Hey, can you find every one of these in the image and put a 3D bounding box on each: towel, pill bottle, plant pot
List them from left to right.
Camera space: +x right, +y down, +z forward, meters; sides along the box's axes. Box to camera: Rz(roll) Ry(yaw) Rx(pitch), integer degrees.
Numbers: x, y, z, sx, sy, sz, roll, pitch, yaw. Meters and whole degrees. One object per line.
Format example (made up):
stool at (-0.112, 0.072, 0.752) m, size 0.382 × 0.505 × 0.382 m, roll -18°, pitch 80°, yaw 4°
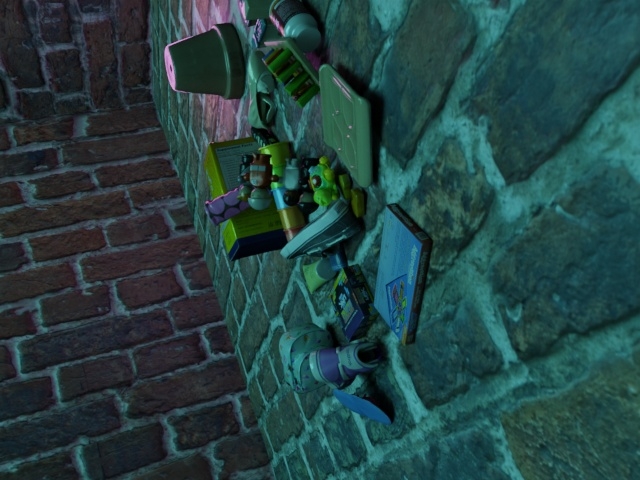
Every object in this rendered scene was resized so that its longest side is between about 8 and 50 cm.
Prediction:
plant pot at (-0.407, -0.606, 2.042) m, size 0.263 × 0.229 × 0.263 m, roll 165°, pitch 90°, yaw -69°
pill bottle at (-0.058, -0.510, 1.395) m, size 0.086 × 0.086 × 0.152 m, roll 100°, pitch 150°, yaw -46°
towel at (0.036, 0.022, 1.564) m, size 0.067 × 0.029 × 0.120 m, roll 157°, pitch 99°, yaw -68°

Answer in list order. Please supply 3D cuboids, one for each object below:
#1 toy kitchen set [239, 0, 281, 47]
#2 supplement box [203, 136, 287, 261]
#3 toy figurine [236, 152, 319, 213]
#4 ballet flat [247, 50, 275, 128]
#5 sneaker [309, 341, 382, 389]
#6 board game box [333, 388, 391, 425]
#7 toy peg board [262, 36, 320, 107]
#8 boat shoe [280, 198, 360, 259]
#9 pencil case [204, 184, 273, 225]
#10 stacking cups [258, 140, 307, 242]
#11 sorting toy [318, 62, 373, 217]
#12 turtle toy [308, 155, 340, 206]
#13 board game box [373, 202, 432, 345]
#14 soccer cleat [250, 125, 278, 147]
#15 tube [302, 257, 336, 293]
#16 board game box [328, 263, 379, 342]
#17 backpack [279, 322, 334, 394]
toy kitchen set at (-0.175, -0.628, 1.573) m, size 0.207 × 0.122 × 0.166 m, roll 135°, pitch 119°, yaw -66°
supplement box at (-0.242, -0.140, 1.950) m, size 0.195 × 0.194 × 0.357 m, roll 136°, pitch 119°, yaw -67°
toy figurine at (-0.114, -0.152, 1.585) m, size 0.209 × 0.212 × 0.148 m, roll -165°, pitch 77°, yaw -66°
ballet flat at (-0.169, -0.440, 1.761) m, size 0.249 × 0.086 × 0.086 m, roll 96°, pitch 152°, yaw -44°
sneaker at (0.091, 0.319, 1.512) m, size 0.282 × 0.160 × 0.102 m, roll 36°, pitch -141°, yaw -70°
board game box at (0.112, 0.418, 1.527) m, size 0.168 × 0.033 × 0.133 m, roll 10°, pitch 146°, yaw 38°
toy peg board at (-0.078, -0.397, 1.419) m, size 0.161 × 0.079 × 0.160 m, roll 48°, pitch 173°, yaw -28°
boat shoe at (0.000, 0.000, 1.499) m, size 0.102 × 0.108 × 0.301 m, roll 48°, pitch 141°, yaw -5°
pencil case at (-0.246, -0.127, 1.776) m, size 0.095 × 0.209 × 0.098 m, roll 61°, pitch -179°, yaw -32°
stacking cups at (-0.093, -0.131, 1.746) m, size 0.096 × 0.095 × 0.317 m, roll -2°, pitch 106°, yaw 69°
sorting toy at (0.065, -0.220, 1.335) m, size 0.229 × 0.041 × 0.307 m, roll -124°, pitch 22°, yaw -49°
turtle toy at (0.007, -0.136, 1.436) m, size 0.095 × 0.066 × 0.130 m, roll 71°, pitch -179°, yaw -46°
board game box at (0.169, 0.076, 1.255) m, size 0.145 × 0.027 × 0.282 m, roll -125°, pitch 29°, yaw -47°
soccer cleat at (-0.165, -0.310, 1.852) m, size 0.179 × 0.060 × 0.072 m, roll 64°, pitch 147°, yaw 15°
tube at (-0.014, 0.101, 1.707) m, size 0.070 × 0.062 × 0.240 m, roll -66°, pitch 8°, yaw -15°
board game box at (0.081, 0.163, 1.509) m, size 0.170 × 0.048 × 0.141 m, roll 111°, pitch 142°, yaw -57°
backpack at (-0.032, 0.344, 1.746) m, size 0.144 × 0.165 × 0.189 m, roll 10°, pitch 115°, yaw 66°
